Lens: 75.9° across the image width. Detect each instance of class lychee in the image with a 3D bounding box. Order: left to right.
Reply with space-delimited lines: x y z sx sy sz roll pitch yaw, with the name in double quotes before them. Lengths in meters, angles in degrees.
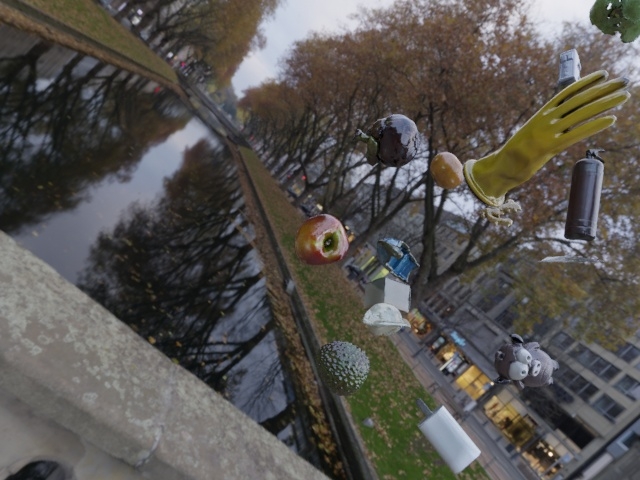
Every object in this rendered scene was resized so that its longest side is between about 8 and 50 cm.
"lychee" 0.062 0.375 1.223 0.171 0.171 0.171 47 3 -3

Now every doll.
"doll" 0.697 0.428 1.403 0.257 0.182 0.117 24 -5 -25

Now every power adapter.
"power adapter" 0.438 0.686 1.488 0.255 0.124 0.187 51 -6 24

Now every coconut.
"coconut" 0.807 -0.621 1.108 0.055 0.133 0.158 -17 48 -38

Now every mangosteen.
"mangosteen" 0.217 -0.304 1.276 0.172 0.183 0.173 26 57 -49

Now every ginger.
"ginger" 0.768 -0.125 1.746 0.193 0.176 0.053 -80 174 -55

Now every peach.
"peach" 0.000 0.000 1.899 0.248 0.246 0.274 12 -7 -23

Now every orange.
"orange" 0.517 -0.284 1.684 0.156 0.124 0.156 47 17 -19

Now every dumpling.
"dumpling" 0.242 0.288 1.458 0.154 0.181 0.112 5 -65 38

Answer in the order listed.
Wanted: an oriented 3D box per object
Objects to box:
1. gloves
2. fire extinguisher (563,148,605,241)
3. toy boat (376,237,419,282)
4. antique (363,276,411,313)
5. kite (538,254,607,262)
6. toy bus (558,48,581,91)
"gloves" 0.416 -0.184 0.757 0.116 0.294 0.133 21 50 -27
"fire extinguisher" 0.708 -0.129 1.089 0.089 0.268 0.072 18 -13 -13
"toy boat" 0.188 0.046 0.973 0.077 0.075 0.185 36 -5 37
"antique" 0.284 0.251 1.755 0.146 0.148 0.151 22 -27 -24
"kite" 0.638 0.046 1.024 0.141 0.015 0.245 2 1 38
"toy bus" 0.882 -0.600 1.459 0.064 0.191 0.075 -11 -44 43
